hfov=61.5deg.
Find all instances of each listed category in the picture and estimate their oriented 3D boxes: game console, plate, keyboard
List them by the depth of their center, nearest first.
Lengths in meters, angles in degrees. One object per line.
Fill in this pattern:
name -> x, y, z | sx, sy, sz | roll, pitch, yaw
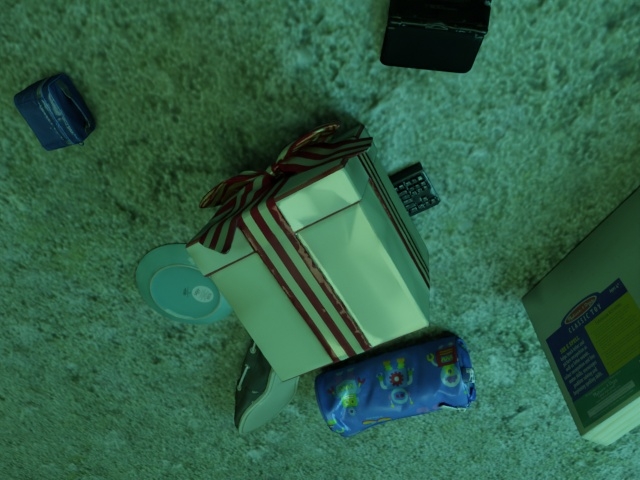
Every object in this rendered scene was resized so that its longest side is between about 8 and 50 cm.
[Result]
game console -> 0.143, -0.276, 0.675 | 0.122, 0.071, 0.108 | 5, 96, -1
keyboard -> 0.083, -0.058, 0.827 | 0.180, 0.023, 0.108 | -25, 120, 19
plate -> -0.236, 0.087, 0.950 | 0.187, 0.024, 0.188 | 2, 125, 3

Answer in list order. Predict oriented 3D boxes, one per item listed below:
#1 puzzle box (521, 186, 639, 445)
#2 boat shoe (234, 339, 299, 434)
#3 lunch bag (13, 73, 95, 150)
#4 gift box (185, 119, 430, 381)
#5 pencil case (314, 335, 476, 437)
puzzle box -> 0.466, 0.054, 0.733 | 0.052, 0.272, 0.409 | 22, 125, -17
boat shoe -> -0.099, 0.249, 1.030 | 0.112, 0.096, 0.335 | -8, 139, -36
lunch bag -> -0.359, -0.174, 0.744 | 0.065, 0.067, 0.099 | -14, 125, 14
gift box -> 0.000, 0.000, 0.706 | 0.255, 0.276, 0.258 | -27, 105, 15
pencil case -> 0.141, 0.276, 0.997 | 0.305, 0.133, 0.119 | -20, 147, 18
